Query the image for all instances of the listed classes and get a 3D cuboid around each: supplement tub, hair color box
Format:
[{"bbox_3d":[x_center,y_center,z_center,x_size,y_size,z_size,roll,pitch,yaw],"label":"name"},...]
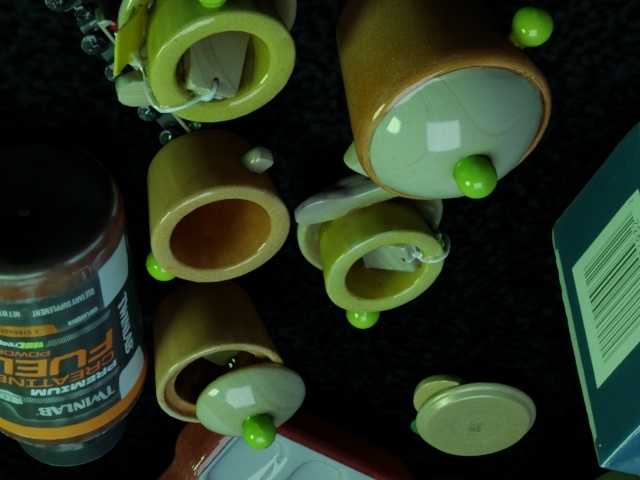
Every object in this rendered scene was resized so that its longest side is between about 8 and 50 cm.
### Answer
[{"bbox_3d":[-0.152,0.044,0.878,0.106,0.106,0.198,-3,139,-1],"label":"supplement tub"},{"bbox_3d":[0.315,0.066,0.888,0.347,0.174,0.105,14,136,-19],"label":"hair color box"}]

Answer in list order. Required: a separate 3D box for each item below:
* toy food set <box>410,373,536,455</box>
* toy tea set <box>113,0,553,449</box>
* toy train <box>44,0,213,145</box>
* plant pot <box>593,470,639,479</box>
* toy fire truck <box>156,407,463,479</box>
[{"bbox_3d":[0.102,0.117,1.045,0.083,0.020,0.082,-4,139,-1],"label":"toy food set"},{"bbox_3d":[0.000,0.000,0.804,0.200,0.124,0.336,-9,141,-13],"label":"toy tea set"},{"bbox_3d":[-0.096,-0.100,0.780,0.036,0.027,0.158,-28,135,10],"label":"toy train"},{"bbox_3d":[0.254,0.265,1.096,0.284,0.191,0.284,-3,138,-3],"label":"plant pot"},{"bbox_3d":[-0.019,0.243,1.090,0.302,0.169,0.254,30,110,-33],"label":"toy fire truck"}]
